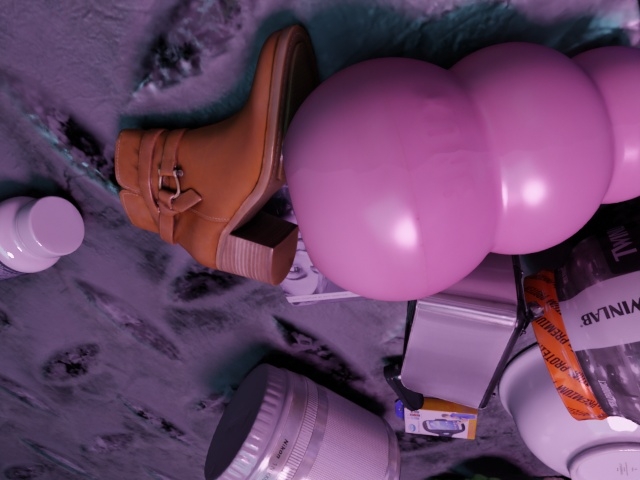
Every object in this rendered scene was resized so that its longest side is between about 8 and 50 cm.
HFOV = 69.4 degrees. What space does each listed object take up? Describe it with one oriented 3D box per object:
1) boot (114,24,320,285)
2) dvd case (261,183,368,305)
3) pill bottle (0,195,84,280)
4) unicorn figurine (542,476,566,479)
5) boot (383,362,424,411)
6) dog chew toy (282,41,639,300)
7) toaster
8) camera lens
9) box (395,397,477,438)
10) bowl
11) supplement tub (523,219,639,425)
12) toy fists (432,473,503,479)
[{"bbox_3d":[-0.121,-0.100,0.510,0.220,0.109,0.283,20,125,18],"label":"boot"},{"bbox_3d":[0.000,0.000,0.604,0.165,0.018,0.221,-8,127,19],"label":"dvd case"},{"bbox_3d":[-0.428,-0.003,0.646,0.180,0.108,0.107,-12,125,22],"label":"pill bottle"},{"bbox_3d":[0.476,0.466,0.842,0.162,0.111,0.060,-48,147,16],"label":"unicorn figurine"},{"bbox_3d":[0.168,0.223,0.735,0.099,0.045,0.121,-24,122,22],"label":"boot"},{"bbox_3d":[0.141,-0.070,0.398,0.332,0.206,0.206,-14,126,4],"label":"dog chew toy"},{"bbox_3d":[0.158,0.069,0.524,0.110,0.168,0.185,8,131,8],"label":"toaster"},{"bbox_3d":[-0.023,0.357,0.773,0.274,0.219,0.219,32,129,-13],"label":"camera lens"},{"bbox_3d":[0.200,0.309,0.807,0.136,0.028,0.081,-1,129,12],"label":"box"},{"bbox_3d":[0.416,0.268,0.652,0.298,0.134,0.297,7,131,8],"label":"bowl"},{"bbox_3d":[0.392,0.059,0.435,0.338,0.207,0.207,-23,120,28],"label":"supplement tub"},{"bbox_3d":[0.303,0.528,0.896,0.142,0.096,0.279,37,143,-2],"label":"toy fists"}]
